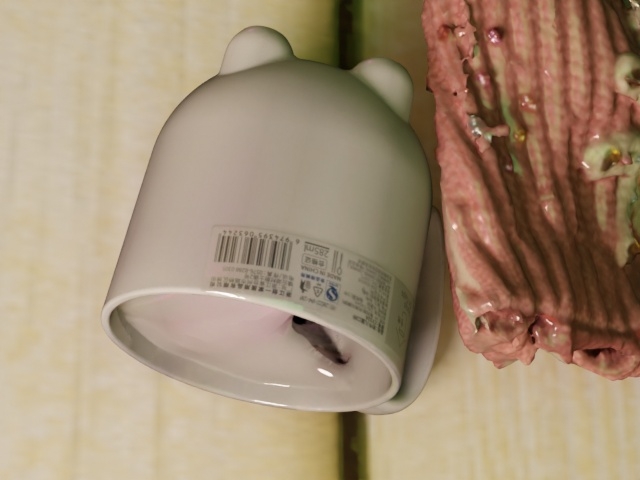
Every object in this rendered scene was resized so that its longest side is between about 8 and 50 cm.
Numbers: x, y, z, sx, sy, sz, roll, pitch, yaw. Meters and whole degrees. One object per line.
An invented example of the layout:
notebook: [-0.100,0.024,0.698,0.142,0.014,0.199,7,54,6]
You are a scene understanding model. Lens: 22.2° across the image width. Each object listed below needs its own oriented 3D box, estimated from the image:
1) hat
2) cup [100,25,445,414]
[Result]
hat: [0.123,-0.072,0.821,0.236,0.107,0.286,13,61,-53]
cup: [0.002,-0.005,0.743,0.173,0.134,0.142,21,65,-16]
